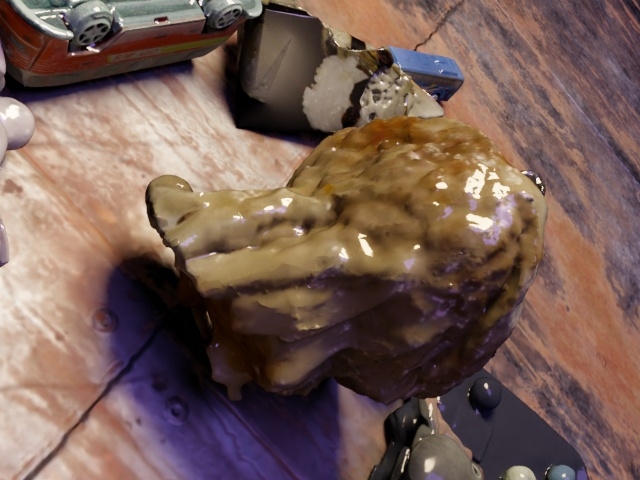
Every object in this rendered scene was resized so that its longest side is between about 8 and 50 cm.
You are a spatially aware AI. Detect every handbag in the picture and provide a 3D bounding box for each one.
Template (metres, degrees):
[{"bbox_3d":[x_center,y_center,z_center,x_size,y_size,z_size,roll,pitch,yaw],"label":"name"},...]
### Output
[{"bbox_3d":[0.141,0.280,0.742,0.269,0.118,0.326,43,43,-15],"label":"handbag"}]

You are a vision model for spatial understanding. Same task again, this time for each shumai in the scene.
[{"bbox_3d":[0.000,0.000,0.638,0.262,0.314,0.267,9,74,-35],"label":"shumai"}]

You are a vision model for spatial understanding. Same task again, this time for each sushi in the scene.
[{"bbox_3d":[0.018,-0.198,0.900,0.272,0.134,0.109,4,33,-31],"label":"sushi"}]

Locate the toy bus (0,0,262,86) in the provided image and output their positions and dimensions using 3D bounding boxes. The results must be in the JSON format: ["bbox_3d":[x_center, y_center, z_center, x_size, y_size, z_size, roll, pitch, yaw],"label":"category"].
[{"bbox_3d":[-0.188,-0.217,0.707,0.265,0.119,0.121,-28,84,-47],"label":"toy bus"}]

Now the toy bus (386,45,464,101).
[{"bbox_3d":[0.133,-0.225,1.054,0.153,0.061,0.051,-3,64,-42],"label":"toy bus"}]

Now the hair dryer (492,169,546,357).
[{"bbox_3d":[0.171,0.007,0.829,0.089,0.251,0.197,7,59,-15],"label":"hair dryer"}]

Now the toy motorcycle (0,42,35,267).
[{"bbox_3d":[-0.285,-0.091,0.567,0.170,0.110,0.260,-5,76,-57],"label":"toy motorcycle"}]
